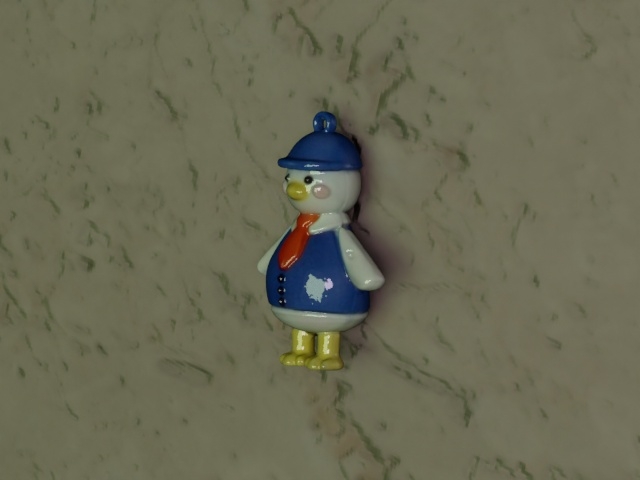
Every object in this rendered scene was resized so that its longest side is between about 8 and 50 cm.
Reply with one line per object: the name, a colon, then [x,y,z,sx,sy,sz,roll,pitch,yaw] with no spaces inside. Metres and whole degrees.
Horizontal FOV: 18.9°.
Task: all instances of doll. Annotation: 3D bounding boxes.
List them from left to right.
doll: [0.000,0.000,1.061,0.099,0.058,0.142,9,97,48]
